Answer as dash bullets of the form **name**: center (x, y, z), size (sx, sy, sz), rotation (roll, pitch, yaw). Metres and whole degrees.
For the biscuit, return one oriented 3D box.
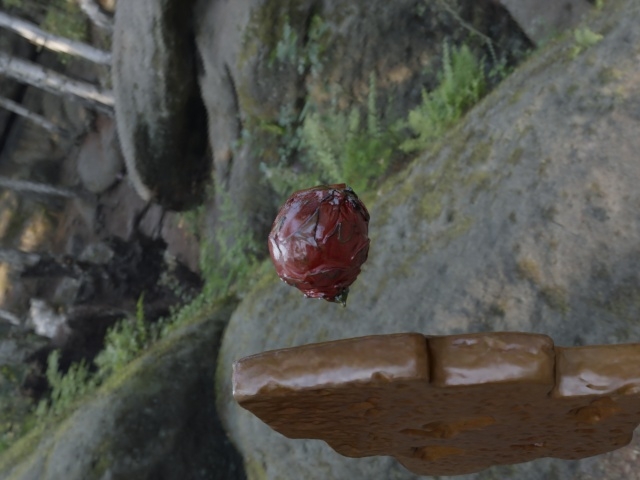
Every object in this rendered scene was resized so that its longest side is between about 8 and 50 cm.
- **biscuit**: center (0.082, 0.105, 0.600), size (0.284, 0.306, 0.043), rotation (-36, 47, 51)

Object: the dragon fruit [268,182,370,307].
- **dragon fruit**: center (0.000, 0.000, 1.459), size (0.172, 0.172, 0.210), rotation (-127, 42, -59)
